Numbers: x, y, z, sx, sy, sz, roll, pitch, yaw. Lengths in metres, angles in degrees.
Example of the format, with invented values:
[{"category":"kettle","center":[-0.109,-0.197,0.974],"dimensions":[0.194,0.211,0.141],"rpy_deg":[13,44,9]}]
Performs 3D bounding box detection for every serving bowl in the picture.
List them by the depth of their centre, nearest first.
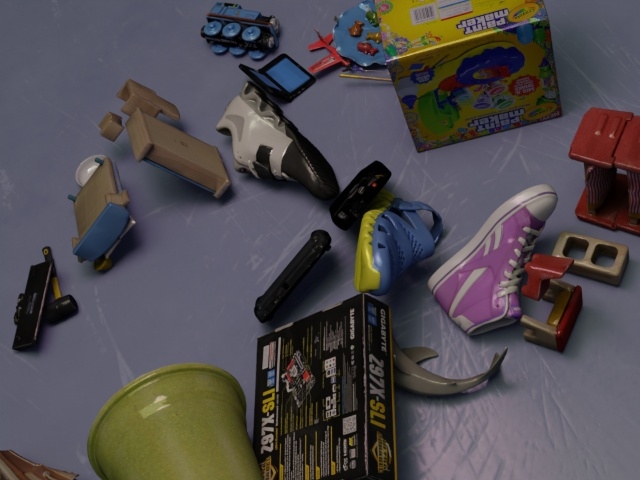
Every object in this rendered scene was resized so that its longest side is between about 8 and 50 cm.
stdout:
[{"category":"serving bowl","center":[-0.477,-0.141,2.269],"dimensions":[0.083,0.027,0.083],"rpy_deg":[-8,57,13]}]

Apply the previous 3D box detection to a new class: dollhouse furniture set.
[{"category":"dollhouse furniture set","center":[0.463,-0.012,1.772],"dimensions":[0.152,0.201,0.374],"rpy_deg":[16,65,26]},{"category":"dollhouse furniture set","center":[-0.373,-0.109,2.186],"dimensions":[0.303,0.198,0.286],"rpy_deg":[-50,37,19]}]

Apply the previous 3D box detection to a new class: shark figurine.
[{"category":"shark figurine","center":[0.165,0.211,1.791],"dimensions":[0.278,0.116,0.166],"rpy_deg":[15,67,28]}]

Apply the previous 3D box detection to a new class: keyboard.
[{"category":"keyboard","center":[-0.572,0.130,2.115],"dimensions":[0.108,0.023,0.180],"rpy_deg":[-15,58,41]}]

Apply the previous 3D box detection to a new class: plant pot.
[{"category":"plant pot","center":[-0.200,0.379,1.679],"dimensions":[0.276,0.276,0.254],"rpy_deg":[-33,44,-4]}]

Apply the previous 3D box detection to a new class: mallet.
[{"category":"mallet","center":[-0.544,0.088,2.150],"dimensions":[0.062,0.039,0.189],"rpy_deg":[-34,50,-1]}]

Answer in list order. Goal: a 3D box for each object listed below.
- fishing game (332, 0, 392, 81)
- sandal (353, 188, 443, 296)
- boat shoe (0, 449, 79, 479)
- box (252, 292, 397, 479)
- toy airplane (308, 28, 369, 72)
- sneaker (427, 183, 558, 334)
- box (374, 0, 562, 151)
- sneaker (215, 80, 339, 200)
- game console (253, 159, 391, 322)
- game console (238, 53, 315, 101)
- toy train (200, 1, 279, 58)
[{"category":"fishing game","center":[0.116,-0.442,2.233],"dimensions":[0.189,0.041,0.264],"rpy_deg":[11,61,10]},{"category":"sandal","center":[0.137,0.000,1.869],"dimensions":[0.138,0.126,0.317],"rpy_deg":[12,29,7]},{"category":"boat shoe","center":[-0.468,0.458,1.859],"dimensions":[0.116,0.123,0.324],"rpy_deg":[-22,37,-37]},{"category":"box","center":[0.002,0.274,1.763],"dimensions":[0.257,0.079,0.321],"rpy_deg":[-28,49,36]},{"category":"toy airplane","center":[0.026,-0.401,2.261],"dimensions":[0.151,0.028,0.151],"rpy_deg":[-6,54,8]},{"category":"sneaker","center":[0.327,0.046,1.814],"dimensions":[0.282,0.102,0.161],"rpy_deg":[-49,54,22]},{"category":"box","center":[0.279,-0.345,1.992],"dimensions":[0.290,0.279,0.177],"rpy_deg":[-14,56,11]},{"category":"sneaker","center":[-0.091,-0.163,2.116],"dimensions":[0.146,0.122,0.330],"rpy_deg":[-47,56,9]},{"category":"game console","center":[0.000,0.000,1.952],"dimensions":[0.044,0.213,0.361],"rpy_deg":[40,95,-4]},{"category":"game console","center":[-0.092,-0.353,2.249],"dimensions":[0.122,0.107,0.071],"rpy_deg":[43,108,34]},{"category":"toy train","center":[-0.173,-0.462,2.338],"dimensions":[0.184,0.080,0.105],"rpy_deg":[13,58,25]}]
